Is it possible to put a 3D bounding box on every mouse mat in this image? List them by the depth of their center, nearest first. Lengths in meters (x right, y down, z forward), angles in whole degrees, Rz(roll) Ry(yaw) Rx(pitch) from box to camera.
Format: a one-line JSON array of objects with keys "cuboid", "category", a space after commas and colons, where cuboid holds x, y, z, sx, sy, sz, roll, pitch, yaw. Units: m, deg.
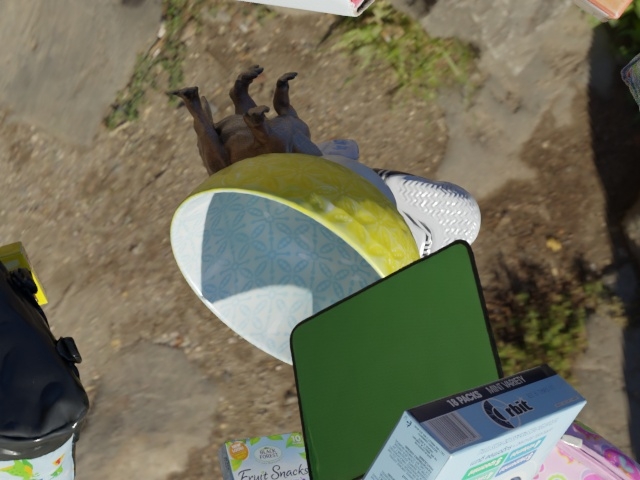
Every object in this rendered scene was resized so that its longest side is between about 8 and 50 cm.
[{"cuboid": [0.054, 0.099, 0.919, 0.007, 0.189, 0.153, 26, 45, -45], "category": "mouse mat"}]

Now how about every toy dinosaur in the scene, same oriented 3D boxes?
[{"cuboid": [-0.077, -0.097, 1.461, 0.127, 0.295, 0.200, -30, 122, -36], "category": "toy dinosaur"}]

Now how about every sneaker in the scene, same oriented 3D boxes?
[{"cuboid": [0.057, -0.061, 1.640, 0.210, 0.365, 0.137, -46, 132, -58], "category": "sneaker"}]

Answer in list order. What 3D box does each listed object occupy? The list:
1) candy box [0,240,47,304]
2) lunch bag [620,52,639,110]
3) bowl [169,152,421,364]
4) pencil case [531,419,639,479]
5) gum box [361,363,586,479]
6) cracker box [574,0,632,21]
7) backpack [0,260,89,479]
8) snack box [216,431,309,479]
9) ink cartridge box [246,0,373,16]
[{"cuboid": [-0.470, 0.071, 1.548, 0.206, 0.105, 0.027, -17, 44, -4], "category": "candy box"}, {"cuboid": [0.353, -0.150, 0.962, 0.176, 0.219, 0.090, -20, 85, 0], "category": "lunch bag"}, {"cuboid": [0.000, 0.000, 1.285, 0.289, 0.289, 0.156, 41, 56, -11], "category": "bowl"}, {"cuboid": [0.379, 0.332, 1.639, 0.284, 0.124, 0.124, 36, 66, 0], "category": "pencil case"}, {"cuboid": [0.070, 0.170, 0.749, 0.157, 0.184, 0.041, -7, 44, -50], "category": "gum box"}, {"cuboid": [0.141, -0.170, 0.487, 0.067, 0.232, 0.156, 36, 106, 3], "category": "cracker box"}, {"cuboid": [-0.408, 0.225, 1.425, 0.273, 0.355, 0.290, -31, 65, -19], "category": "backpack"}, {"cuboid": [-0.055, 0.299, 1.386, 0.100, 0.037, 0.141, -2, 59, -27], "category": "snack box"}, {"cuboid": [-0.046, -0.283, 0.624, 0.130, 0.272, 0.309, -49, 133, -24], "category": "ink cartridge box"}]
